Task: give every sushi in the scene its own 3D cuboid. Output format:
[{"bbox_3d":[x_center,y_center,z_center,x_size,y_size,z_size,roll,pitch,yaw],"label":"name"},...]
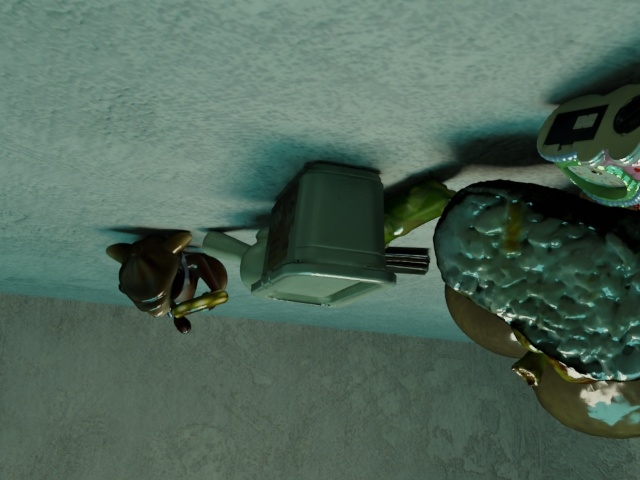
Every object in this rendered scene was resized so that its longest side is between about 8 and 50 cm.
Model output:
[{"bbox_3d":[0.320,0.036,0.888,0.350,0.211,0.171,25,-161,25],"label":"sushi"}]

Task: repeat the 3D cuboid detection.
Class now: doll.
[{"bbox_3d":[-0.365,0.108,1.617,0.318,0.209,0.340,0,164,1],"label":"doll"}]

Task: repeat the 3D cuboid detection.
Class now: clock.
[{"bbox_3d":[0.361,-0.082,0.727,0.195,0.100,0.194,28,174,-19],"label":"clock"}]

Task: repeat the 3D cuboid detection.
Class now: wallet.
[{"bbox_3d":[0.099,0.049,1.597,0.317,0.044,0.169,4,171,7],"label":"wallet"}]

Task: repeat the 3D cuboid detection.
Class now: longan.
[{"bbox_3d":[0.720,0.297,1.702,0.404,0.404,0.436,7,168,-13],"label":"longan"},{"bbox_3d":[0.397,0.117,1.375,0.300,0.243,0.300,5,154,2],"label":"longan"}]

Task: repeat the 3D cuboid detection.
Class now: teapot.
[{"bbox_3d":[-0.111,0.037,1.372,0.318,0.149,0.220,0,175,8],"label":"teapot"}]

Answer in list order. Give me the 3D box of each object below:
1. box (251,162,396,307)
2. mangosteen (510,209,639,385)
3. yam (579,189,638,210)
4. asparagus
[{"bbox_3d":[0.000,0.000,1.113,0.175,0.182,0.312,8,166,-15],"label":"box"},{"bbox_3d":[0.459,0.086,1.107,0.297,0.297,0.313,8,155,-18],"label":"mangosteen"},{"bbox_3d":[0.451,-0.089,0.839,0.081,0.081,0.357,8,165,-16],"label":"yam"},{"bbox_3d":[0.134,-0.042,1.124,0.082,0.085,0.343,23,155,-17],"label":"asparagus"}]
